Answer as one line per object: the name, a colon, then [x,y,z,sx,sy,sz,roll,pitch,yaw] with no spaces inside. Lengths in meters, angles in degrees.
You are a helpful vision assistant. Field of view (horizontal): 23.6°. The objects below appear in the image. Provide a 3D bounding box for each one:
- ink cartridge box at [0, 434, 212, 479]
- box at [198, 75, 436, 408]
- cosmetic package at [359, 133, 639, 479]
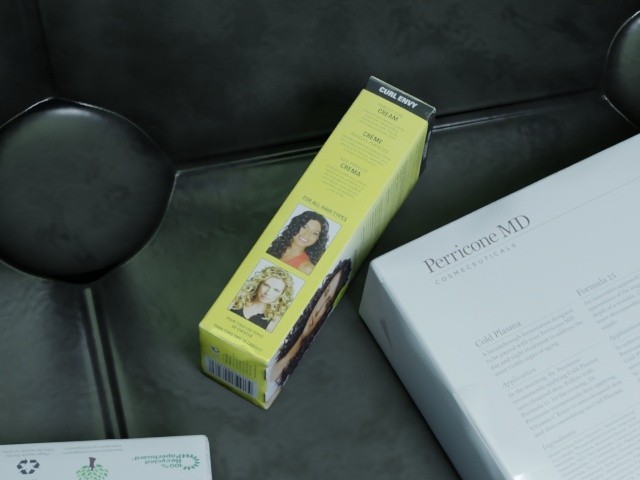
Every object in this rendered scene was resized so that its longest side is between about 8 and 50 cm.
ink cartridge box: [-0.136,0.242,0.865,0.166,0.065,0.332,-1,32,-6]
box: [0.000,0.000,1.070,0.058,0.087,0.232,28,65,12]
cosmetic package: [0.259,0.067,1.051,0.377,0.097,0.284,-24,69,-16]
